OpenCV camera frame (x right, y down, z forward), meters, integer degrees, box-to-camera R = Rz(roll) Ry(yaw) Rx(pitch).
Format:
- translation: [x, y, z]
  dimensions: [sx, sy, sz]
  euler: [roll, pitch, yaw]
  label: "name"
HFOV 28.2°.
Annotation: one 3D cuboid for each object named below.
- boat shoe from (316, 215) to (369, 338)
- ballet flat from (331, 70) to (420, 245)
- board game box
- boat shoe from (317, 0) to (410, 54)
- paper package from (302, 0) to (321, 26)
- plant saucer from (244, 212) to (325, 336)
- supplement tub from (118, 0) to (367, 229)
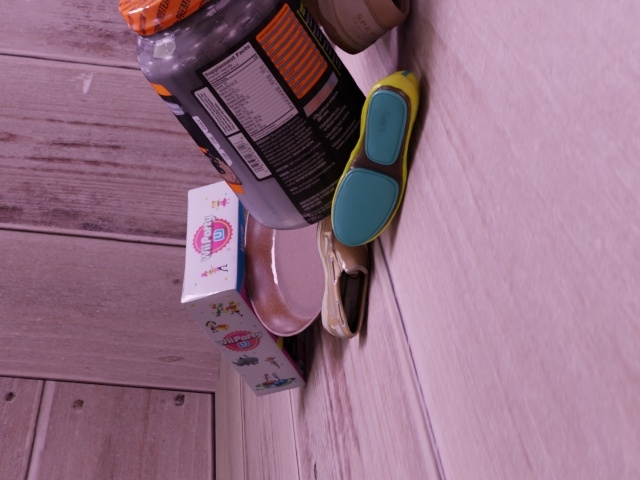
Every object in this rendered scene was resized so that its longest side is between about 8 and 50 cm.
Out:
- translation: [0.039, 0.032, 1.640]
  dimensions: [0.072, 0.068, 0.190]
  euler: [-179, 85, -70]
  label: "boat shoe"
- translation: [0.071, -0.097, 1.478]
  dimensions: [0.077, 0.077, 0.231]
  euler: [-60, -12, -52]
  label: "ballet flat"
- translation: [-0.117, 0.080, 2.080]
  dimensions: [0.303, 0.097, 0.224]
  euler: [56, -155, -49]
  label: "board game box"
- translation: [0.066, -0.397, 1.609]
  dimensions: [0.110, 0.121, 0.341]
  euler: [-22, 59, 37]
  label: "boat shoe"
- translation: [-0.075, -0.453, 1.728]
  dimensions: [0.309, 0.168, 0.325]
  euler: [-28, -55, -49]
  label: "paper package"
- translation: [-0.021, -0.016, 1.830]
  dimensions: [0.310, 0.050, 0.311]
  euler: [-21, 66, 59]
  label: "plant saucer"
- translation: [-0.081, -0.194, 1.548]
  dimensions: [0.338, 0.207, 0.207]
  euler: [54, -166, -27]
  label: "supplement tub"
